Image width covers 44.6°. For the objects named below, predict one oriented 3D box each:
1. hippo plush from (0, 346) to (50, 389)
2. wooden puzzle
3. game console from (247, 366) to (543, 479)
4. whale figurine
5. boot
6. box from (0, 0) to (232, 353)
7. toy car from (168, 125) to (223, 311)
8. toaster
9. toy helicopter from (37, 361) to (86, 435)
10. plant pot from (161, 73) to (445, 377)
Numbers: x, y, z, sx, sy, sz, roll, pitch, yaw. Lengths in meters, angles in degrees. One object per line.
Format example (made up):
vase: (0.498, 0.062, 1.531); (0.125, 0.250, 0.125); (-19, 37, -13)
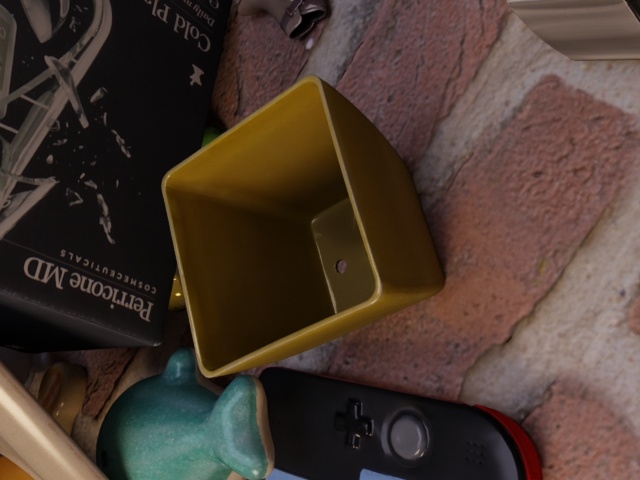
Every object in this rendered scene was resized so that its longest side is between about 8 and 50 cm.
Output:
hippo plush: (-0.497, 0.127, 1.146); (0.236, 0.234, 0.294); (41, 146, 7)
wooden puzzle: (-0.401, 0.210, 0.846); (0.348, 0.322, 0.080); (-5, 36, 41)
game console: (0.041, 0.336, 0.765); (0.342, 0.060, 0.386); (3, 85, 38)
whale figurine: (-0.153, 0.223, 0.850); (0.272, 0.141, 0.216); (-29, 65, 51)
boot: (-0.046, -0.278, 0.935); (0.118, 0.042, 0.087); (-32, 67, 31)
box: (-0.392, -0.164, 0.848); (0.297, 0.480, 0.471); (-8, 65, 39)
toy car: (-0.201, -0.055, 1.015); (0.239, 0.053, 0.225); (48, 112, 32)
toaster: (0.241, -0.233, 0.625); (0.110, 0.168, 0.185); (7, 87, 41)
toy helicopter: (-0.397, 0.347, 1.089); (0.235, 0.140, 0.354); (-8, 67, 46)
plant pot: (0.000, 0.000, 0.764); (0.212, 0.187, 0.212); (-28, 68, 32)
